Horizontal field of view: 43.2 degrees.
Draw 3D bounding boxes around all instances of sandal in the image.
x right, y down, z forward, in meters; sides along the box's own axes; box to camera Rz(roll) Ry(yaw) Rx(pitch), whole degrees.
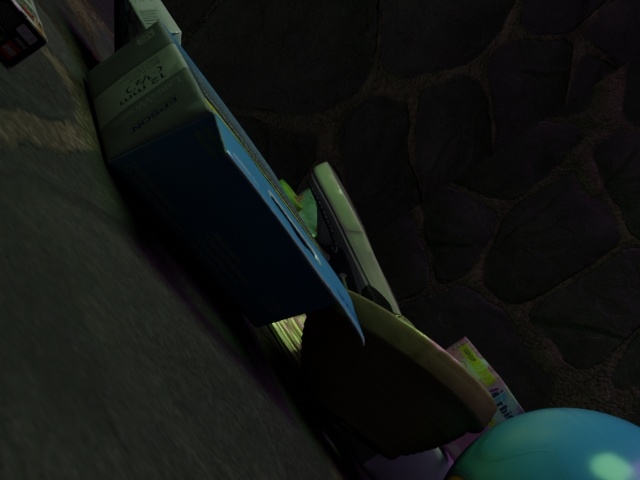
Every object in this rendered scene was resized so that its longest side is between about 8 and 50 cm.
[{"bbox_3d":[0.071,0.104,1.035,0.067,0.040,0.179,46,7,-8],"label":"sandal"}]

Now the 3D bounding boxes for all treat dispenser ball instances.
[{"bbox_3d":[0.250,0.313,0.805,0.288,0.288,0.288,56,1,-1],"label":"treat dispenser ball"}]

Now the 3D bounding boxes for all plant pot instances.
[{"bbox_3d":[0.061,0.158,0.871,0.237,0.109,0.237,34,-14,9],"label":"plant pot"}]

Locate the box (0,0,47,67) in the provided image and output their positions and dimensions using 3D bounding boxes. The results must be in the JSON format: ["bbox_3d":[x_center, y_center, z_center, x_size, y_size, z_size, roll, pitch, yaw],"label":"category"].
[{"bbox_3d":[-0.275,-0.226,0.556,0.207,0.036,0.114,55,1,-45],"label":"box"}]

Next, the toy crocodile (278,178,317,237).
[{"bbox_3d":[-0.054,0.006,1.471,0.340,0.115,0.105,53,7,-23],"label":"toy crocodile"}]

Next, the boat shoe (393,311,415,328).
[{"bbox_3d":[0.106,0.139,1.131,0.048,0.056,0.153,54,11,-29],"label":"boat shoe"}]

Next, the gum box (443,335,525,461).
[{"bbox_3d":[0.185,0.204,1.076,0.062,0.107,0.188,54,2,-11],"label":"gum box"}]

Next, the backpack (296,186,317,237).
[{"bbox_3d":[0.000,0.000,1.947,0.253,0.191,0.225,63,-1,4],"label":"backpack"}]

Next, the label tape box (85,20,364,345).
[{"bbox_3d":[-0.104,-0.046,0.809,0.249,0.115,0.347,54,4,-36],"label":"label tape box"}]

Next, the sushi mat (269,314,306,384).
[{"bbox_3d":[-0.046,0.040,1.049,0.151,0.019,0.316,-8,56,-47],"label":"sushi mat"}]

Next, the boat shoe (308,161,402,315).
[{"bbox_3d":[0.016,0.043,1.392,0.127,0.158,0.340,-101,167,-69],"label":"boat shoe"}]

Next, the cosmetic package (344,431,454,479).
[{"bbox_3d":[0.086,0.235,1.179,0.284,0.097,0.377,51,3,-37],"label":"cosmetic package"}]

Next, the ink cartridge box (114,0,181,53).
[{"bbox_3d":[-0.220,-0.204,1.022,0.206,0.045,0.208,-124,-148,-46],"label":"ink cartridge box"}]
